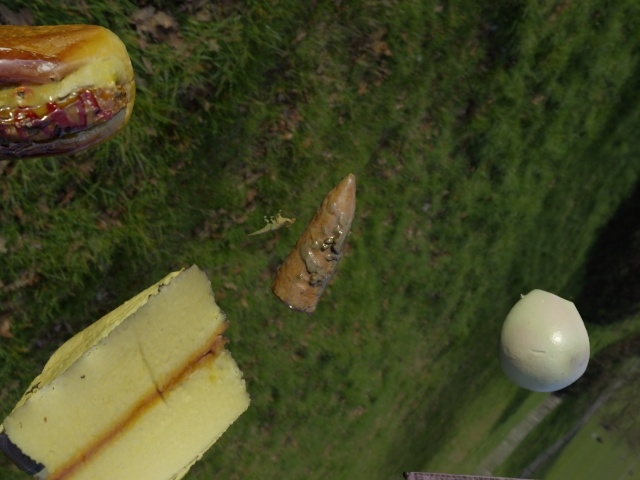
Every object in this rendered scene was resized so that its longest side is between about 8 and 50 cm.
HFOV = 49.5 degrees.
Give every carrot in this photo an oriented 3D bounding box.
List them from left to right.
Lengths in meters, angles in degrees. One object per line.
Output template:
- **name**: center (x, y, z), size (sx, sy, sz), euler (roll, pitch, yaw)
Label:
- **carrot**: center (0.000, 0.000, 1.210), size (0.102, 0.102, 0.263), euler (5, 116, -50)

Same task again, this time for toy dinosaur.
- **toy dinosaur**: center (-0.112, -0.038, 1.548), size (0.113, 0.026, 0.041), euler (-16, 116, -9)

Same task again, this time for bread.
- **bread**: center (-0.305, 0.297, 1.180), size (0.405, 0.242, 0.345), euler (-24, 115, 23)

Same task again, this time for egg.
- **egg**: center (0.554, 0.272, 1.671), size (0.206, 0.162, 0.271), euler (-30, 112, -20)

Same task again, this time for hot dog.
- **hot dog**: center (-0.498, -0.224, 1.063), size (0.405, 0.223, 0.185), euler (-4, 118, -8)

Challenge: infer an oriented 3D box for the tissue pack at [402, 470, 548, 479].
- **tissue pack**: center (0.316, 0.542, 1.232), size (0.122, 0.362, 0.259), euler (-79, 174, -71)
